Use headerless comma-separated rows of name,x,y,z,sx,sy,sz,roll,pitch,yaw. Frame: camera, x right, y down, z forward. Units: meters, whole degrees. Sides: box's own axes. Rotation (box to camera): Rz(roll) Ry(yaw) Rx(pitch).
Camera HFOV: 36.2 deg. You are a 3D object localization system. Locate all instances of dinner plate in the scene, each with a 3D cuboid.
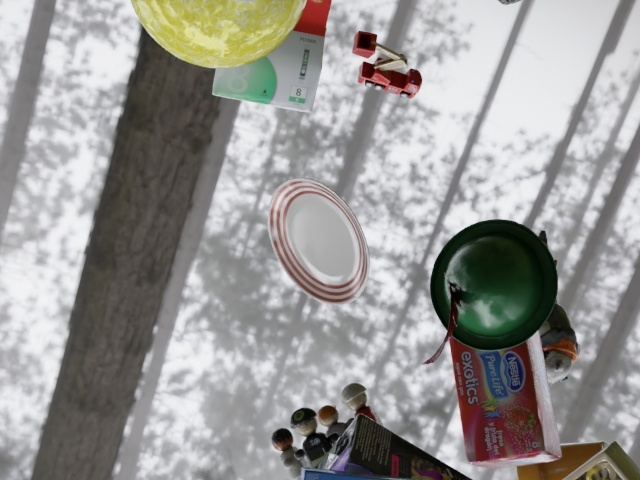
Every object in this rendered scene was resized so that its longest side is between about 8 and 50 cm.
dinner plate,0.000,0.000,1.011,0.141,0.141,0.017,31,-139,33

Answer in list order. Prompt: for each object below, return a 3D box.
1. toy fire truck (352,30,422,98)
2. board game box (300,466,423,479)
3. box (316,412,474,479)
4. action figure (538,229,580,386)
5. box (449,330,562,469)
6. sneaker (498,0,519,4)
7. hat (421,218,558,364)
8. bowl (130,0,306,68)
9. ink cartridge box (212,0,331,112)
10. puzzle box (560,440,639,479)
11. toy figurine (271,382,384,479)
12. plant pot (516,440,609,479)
toy fire truck,0.146,-0.380,2.135,0.192,0.047,0.135,15,156,-15
board game box,0.064,0.465,1.613,0.210,0.160,0.047,8,173,-7
box,0.133,0.468,1.772,0.270,0.165,0.143,32,-152,-5
action figure,0.419,0.142,1.998,0.341,0.178,0.330,23,-139,-37
box,0.282,0.216,1.519,0.123,0.256,0.128,-14,158,21
sneaker,0.364,-0.430,1.538,0.106,0.101,0.267,6,174,-16
hat,0.189,0.042,1.216,0.183,0.173,0.208,32,-152,-55
bowl,-0.132,-0.408,1.446,0.290,0.289,0.156,11,177,-21
ink cartridge box,-0.080,-0.346,1.694,0.181,0.224,0.056,9,-154,-10
puzzle box,0.409,0.540,1.560,0.272,0.409,0.052,51,-146,16
toy figurine,0.012,0.408,2.055,0.213,0.209,0.148,-24,-100,-32
plant pot,0.576,0.542,2.223,0.205,0.188,0.205,40,-143,-39
